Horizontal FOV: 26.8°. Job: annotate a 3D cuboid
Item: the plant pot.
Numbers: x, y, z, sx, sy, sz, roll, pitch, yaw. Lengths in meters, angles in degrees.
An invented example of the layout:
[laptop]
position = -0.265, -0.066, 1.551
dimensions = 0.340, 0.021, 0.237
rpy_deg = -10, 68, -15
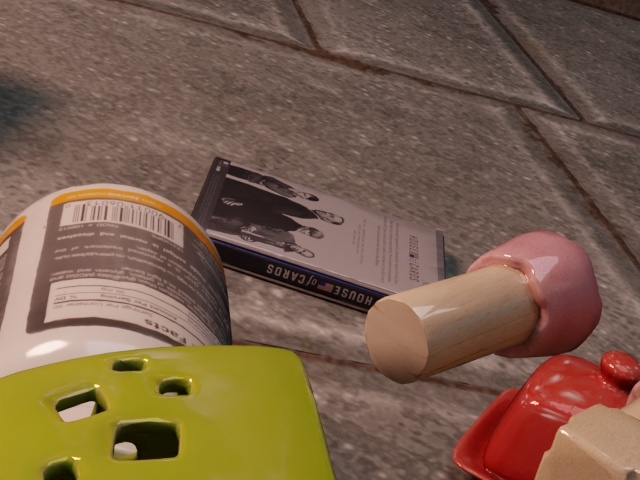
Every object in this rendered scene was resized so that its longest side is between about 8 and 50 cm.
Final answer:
[plant pot]
position = -0.114, 0.180, 0.535
dimensions = 0.207, 0.227, 0.228
rpy_deg = 8, 26, -12

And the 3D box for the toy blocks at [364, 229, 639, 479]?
[toy blocks]
position = 0.185, 0.177, 0.679
dimensions = 0.260, 0.289, 0.309
rpy_deg = -13, 36, -43

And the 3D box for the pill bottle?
[pill bottle]
position = -0.130, 0.091, 0.781
dimensions = 0.162, 0.162, 0.278
rpy_deg = 14, 25, -13

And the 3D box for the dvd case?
[dvd case]
position = 0.000, 0.000, 1.237
dimensions = 0.238, 0.030, 0.179
rpy_deg = 19, 24, -4

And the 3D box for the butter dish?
[butter dish]
position = 0.203, 0.136, 0.993
dimensions = 0.160, 0.118, 0.160
rpy_deg = 28, 26, 16
